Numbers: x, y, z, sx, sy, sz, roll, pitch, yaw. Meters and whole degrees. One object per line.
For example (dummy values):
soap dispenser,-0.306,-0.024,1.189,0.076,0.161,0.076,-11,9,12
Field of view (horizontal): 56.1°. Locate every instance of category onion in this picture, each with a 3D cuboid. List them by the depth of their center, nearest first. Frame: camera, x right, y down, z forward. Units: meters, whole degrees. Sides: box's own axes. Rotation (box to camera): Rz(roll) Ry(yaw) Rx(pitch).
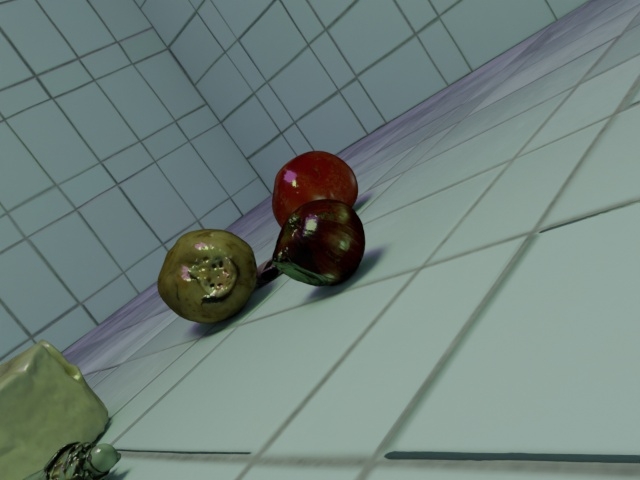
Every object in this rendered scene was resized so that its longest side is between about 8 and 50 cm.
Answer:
onion,0.000,0.000,0.736,0.117,0.118,0.119,11,43,46

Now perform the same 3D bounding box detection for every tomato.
tomato,-0.024,-0.087,1.163,0.187,0.151,0.187,-39,10,8

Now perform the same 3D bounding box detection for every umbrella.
umbrella,-0.259,0.244,0.605,0.144,0.062,0.067,-33,-21,17

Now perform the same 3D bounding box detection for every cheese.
cheese,-0.446,0.272,0.803,0.332,0.153,0.292,-25,14,41

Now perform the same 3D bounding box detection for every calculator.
calculator,-0.072,0.039,1.073,0.166,0.024,0.103,-31,10,11

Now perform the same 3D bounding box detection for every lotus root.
lotus root,-0.197,0.058,1.020,0.160,0.146,0.284,-50,13,-14
